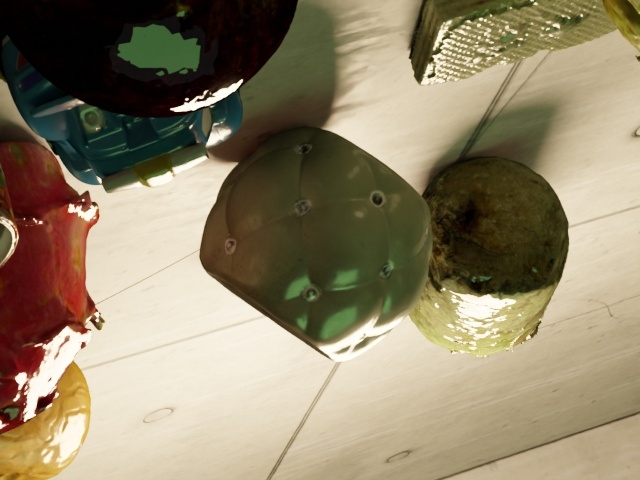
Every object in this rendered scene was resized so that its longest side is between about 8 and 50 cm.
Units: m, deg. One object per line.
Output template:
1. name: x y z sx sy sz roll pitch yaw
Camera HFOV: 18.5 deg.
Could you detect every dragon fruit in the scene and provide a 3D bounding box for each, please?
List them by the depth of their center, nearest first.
1. dragon fruit: -0.362 0.082 1.856 0.386 0.249 0.371 -17 163 -41

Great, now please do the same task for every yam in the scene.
1. yam: 0.202 0.028 2.437 0.195 0.195 0.300 -20 162 -7

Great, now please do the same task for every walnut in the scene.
1. walnut: -0.374 0.194 2.261 0.226 0.193 0.193 6 147 -37

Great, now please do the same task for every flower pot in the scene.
1. flower pot: 0.000 0.000 2.065 0.195 0.246 0.246 -55 160 -4

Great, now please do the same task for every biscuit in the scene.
1. biscuit: 0.217 -0.228 1.973 0.252 0.052 0.150 -18 160 -16

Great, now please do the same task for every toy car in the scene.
1. toy car: -0.157 -0.122 1.677 0.198 0.166 0.314 -19 162 0

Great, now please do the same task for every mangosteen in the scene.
1. mangosteen: -0.146 -0.203 1.423 0.235 0.235 0.261 -8 -170 -36

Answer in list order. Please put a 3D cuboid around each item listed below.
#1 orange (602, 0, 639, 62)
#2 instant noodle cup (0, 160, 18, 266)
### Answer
1. orange: 0.364 -0.284 1.732 0.300 0.223 0.301 -48 152 21
2. instant noodle cup: -0.363 -0.057 1.562 0.250 0.192 0.250 -21 161 -8
